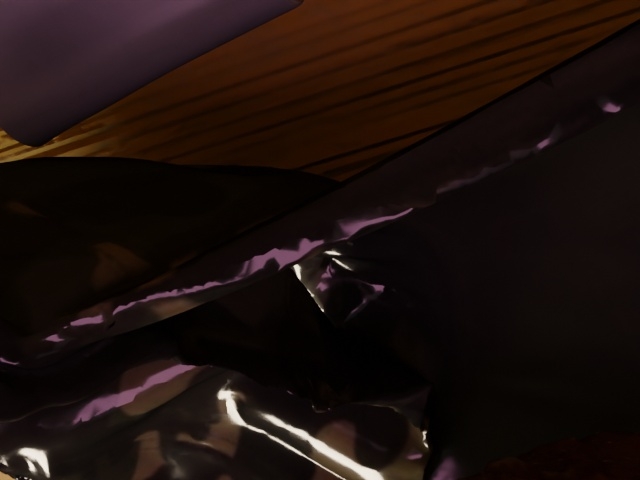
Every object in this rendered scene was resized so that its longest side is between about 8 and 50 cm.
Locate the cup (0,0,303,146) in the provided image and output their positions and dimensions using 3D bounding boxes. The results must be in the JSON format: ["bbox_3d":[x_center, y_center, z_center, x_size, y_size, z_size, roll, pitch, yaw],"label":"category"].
[{"bbox_3d":[-0.086,-0.120,0.490,0.129,0.095,0.128,-23,113,19],"label":"cup"}]

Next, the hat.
[{"bbox_3d":[0.000,0.000,0.532,0.382,0.257,0.366,-44,149,-4],"label":"hat"}]

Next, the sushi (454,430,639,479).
[{"bbox_3d":[0.145,0.174,0.517,0.296,0.167,0.179,2,111,-10],"label":"sushi"}]
